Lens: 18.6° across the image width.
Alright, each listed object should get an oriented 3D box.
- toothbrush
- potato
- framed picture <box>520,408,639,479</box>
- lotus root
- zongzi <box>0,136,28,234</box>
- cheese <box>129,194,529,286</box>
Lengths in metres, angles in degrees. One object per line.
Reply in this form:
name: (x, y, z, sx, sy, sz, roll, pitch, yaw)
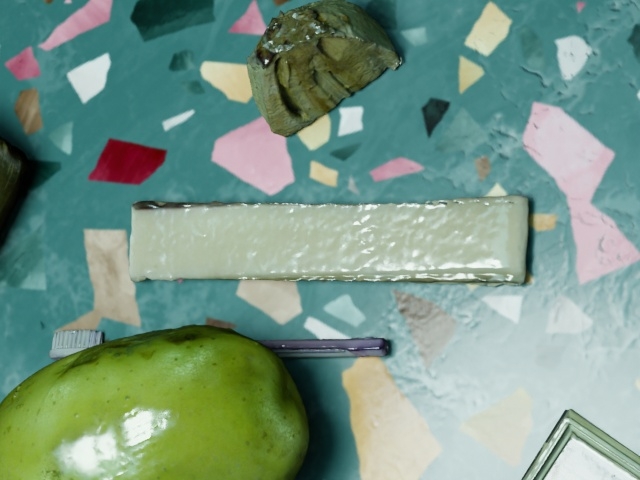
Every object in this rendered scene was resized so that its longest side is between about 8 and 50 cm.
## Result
toothbrush: (-0.103, 0.099, 1.878, 0.354, 0.024, 0.029, -2, 74, 22)
potato: (-0.163, 0.190, 1.794, 0.304, 0.216, 0.216, -25, 74, 6)
framed picture: (0.265, 0.296, 1.713, 0.252, 0.014, 0.197, 34, 96, 22)
lotus root: (-0.012, -0.178, 1.825, 0.143, 0.144, 0.070, -29, 65, 6)
zongzi: (-0.471, -0.027, 1.979, 0.317, 0.154, 0.289, 25, 84, 28)
cheese: (0.001, 0.002, 1.848, 0.400, 0.034, 0.085, -1, 87, 21)
